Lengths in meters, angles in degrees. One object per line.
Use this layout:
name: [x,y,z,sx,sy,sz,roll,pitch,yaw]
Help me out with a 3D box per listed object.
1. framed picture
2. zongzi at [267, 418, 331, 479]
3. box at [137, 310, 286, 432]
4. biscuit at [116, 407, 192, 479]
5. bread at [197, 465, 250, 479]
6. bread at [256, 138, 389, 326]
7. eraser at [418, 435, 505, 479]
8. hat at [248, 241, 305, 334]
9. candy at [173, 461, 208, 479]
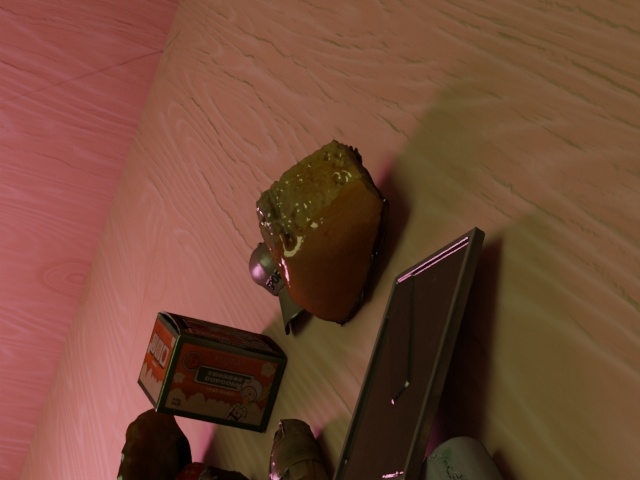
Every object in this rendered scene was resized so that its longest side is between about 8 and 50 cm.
framed picture: [0.103,0.157,1.311,0.240,0.020,0.324,-41,27,63]
zongzi: [-0.050,0.368,1.571,0.160,0.078,0.176,-105,34,-60]
box: [-0.189,0.220,1.834,0.177,0.195,0.148,23,96,69]
biscuit: [-0.293,0.480,1.952,0.329,0.078,0.335,-74,-23,-68]
bread: [-0.187,0.581,1.699,0.165,0.113,0.416,3,77,65]
bread: [0.000,0.000,1.593,0.204,0.163,0.262,-123,37,-48]
eraser: [0.155,0.335,1.095,0.174,0.081,0.227,-62,24,19]
hat: [-0.067,0.068,1.794,0.147,0.085,0.175,-56,27,36]
candy: [-0.235,0.445,1.819,0.288,0.078,0.084,-19,-57,-84]
